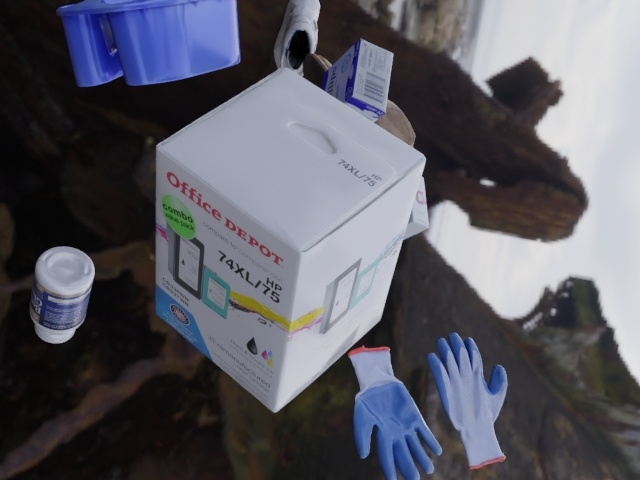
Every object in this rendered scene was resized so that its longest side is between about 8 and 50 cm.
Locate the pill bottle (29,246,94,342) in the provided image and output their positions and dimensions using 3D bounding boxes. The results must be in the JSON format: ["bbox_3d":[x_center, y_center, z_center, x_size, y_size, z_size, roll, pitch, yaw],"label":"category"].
[{"bbox_3d":[-0.434,0.096,1.587,0.169,0.094,0.094,115,-5,-45],"label":"pill bottle"}]

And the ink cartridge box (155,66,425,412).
[{"bbox_3d":[-0.043,-0.001,1.027,0.197,0.198,0.270,-38,153,-35],"label":"ink cartridge box"}]

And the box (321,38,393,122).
[{"bbox_3d":[0.058,-0.261,1.676,0.137,0.072,0.126,-35,-140,56],"label":"box"}]

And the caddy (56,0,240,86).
[{"bbox_3d":[-0.281,-0.371,1.614,0.341,0.241,0.179,-32,120,-54],"label":"caddy"}]

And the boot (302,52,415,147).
[{"bbox_3d":[0.073,-0.271,1.941,0.115,0.305,0.112,-26,157,-25],"label":"boot"}]

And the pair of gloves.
[{"bbox_3d":[0.124,0.182,1.052,0.023,0.198,0.159,121,-41,-60],"label":"pair of gloves"}]

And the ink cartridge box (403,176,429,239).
[{"bbox_3d":[0.176,-0.072,2.012,0.088,0.052,0.122,-28,-126,41],"label":"ink cartridge box"}]

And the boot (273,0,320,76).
[{"bbox_3d":[-0.059,-0.415,2.089,0.258,0.095,0.123,102,-3,-57],"label":"boot"}]
